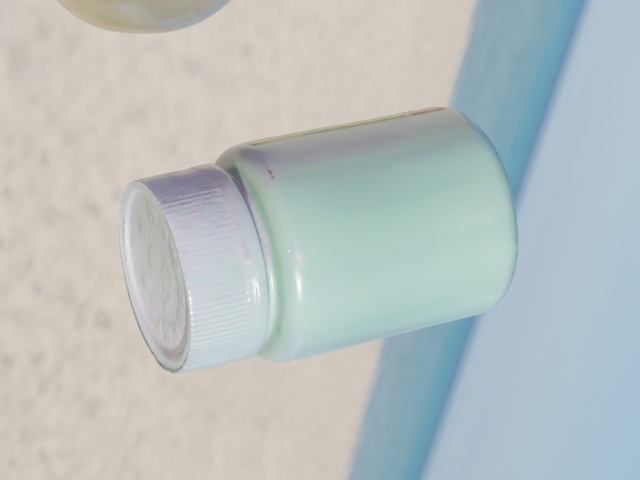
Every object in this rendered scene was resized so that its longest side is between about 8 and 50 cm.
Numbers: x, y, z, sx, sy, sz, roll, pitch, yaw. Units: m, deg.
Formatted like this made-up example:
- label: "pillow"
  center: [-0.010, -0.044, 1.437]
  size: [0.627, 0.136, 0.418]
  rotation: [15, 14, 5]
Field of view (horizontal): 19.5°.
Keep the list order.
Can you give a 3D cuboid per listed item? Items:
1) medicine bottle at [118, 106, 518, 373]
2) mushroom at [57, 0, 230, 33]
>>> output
- label: "medicine bottle"
  center: [0.000, 0.000, 1.162]
  size: [0.139, 0.225, 0.139]
  rotation: [43, -40, 53]
- label: "mushroom"
  center: [-0.132, -0.236, 1.194]
  size: [0.204, 0.204, 0.204]
  rotation: [19, 90, -85]
